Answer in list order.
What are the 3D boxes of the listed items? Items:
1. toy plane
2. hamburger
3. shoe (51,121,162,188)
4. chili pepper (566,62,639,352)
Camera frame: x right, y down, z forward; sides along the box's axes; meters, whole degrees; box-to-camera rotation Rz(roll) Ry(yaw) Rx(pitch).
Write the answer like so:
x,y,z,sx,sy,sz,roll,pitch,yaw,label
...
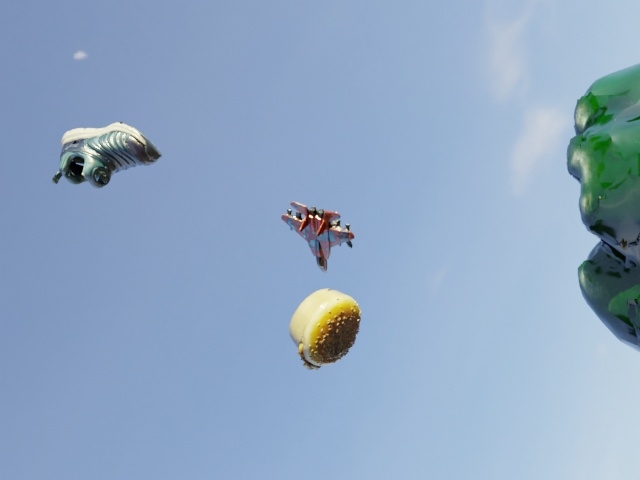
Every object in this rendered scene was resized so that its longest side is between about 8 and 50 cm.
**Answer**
x,y,z,sx,sy,sz,roll,pitch,yaw,label
0.001,-0.003,1.673,0.189,0.130,0.061,73,-146,-62,toy plane
0.010,0.151,1.647,0.126,0.081,0.141,26,-79,-51,hamburger
-0.360,-0.135,1.679,0.091,0.207,0.106,50,-135,-47,shoe
0.309,-0.033,0.697,0.248,0.256,0.233,-44,-51,-51,chili pepper
